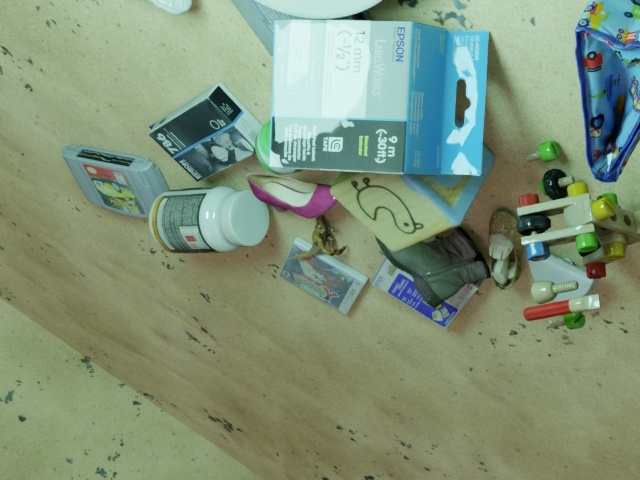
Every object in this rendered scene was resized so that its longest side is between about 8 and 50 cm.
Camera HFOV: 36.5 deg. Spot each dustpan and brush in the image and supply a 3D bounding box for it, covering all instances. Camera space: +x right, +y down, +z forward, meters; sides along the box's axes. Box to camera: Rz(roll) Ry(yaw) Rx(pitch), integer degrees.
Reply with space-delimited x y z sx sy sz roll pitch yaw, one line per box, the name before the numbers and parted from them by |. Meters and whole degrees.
dustpan and brush | 0.489 0.095 1.978 0.147 0.060 0.211 28 142 27

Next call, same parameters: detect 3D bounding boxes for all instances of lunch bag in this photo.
lunch bag | 0.449 -0.241 1.402 0.138 0.221 0.293 18 145 21

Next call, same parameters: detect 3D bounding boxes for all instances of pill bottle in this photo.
pill bottle | -0.266 -0.049 2.316 0.279 0.162 0.162 0 135 41

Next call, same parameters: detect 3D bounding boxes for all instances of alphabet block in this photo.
alphabet block | 0.172 -0.124 1.820 0.192 0.193 0.197 43 146 -13

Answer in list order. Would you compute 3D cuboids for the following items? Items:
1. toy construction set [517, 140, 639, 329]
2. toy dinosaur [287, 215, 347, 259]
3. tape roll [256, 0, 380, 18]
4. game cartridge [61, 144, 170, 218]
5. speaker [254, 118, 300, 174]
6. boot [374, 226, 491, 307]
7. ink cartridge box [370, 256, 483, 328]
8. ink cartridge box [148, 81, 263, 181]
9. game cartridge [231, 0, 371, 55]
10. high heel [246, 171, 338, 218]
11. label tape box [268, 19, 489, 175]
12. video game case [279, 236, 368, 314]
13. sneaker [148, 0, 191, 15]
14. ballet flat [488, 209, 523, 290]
toy construction set | 0.484 0.001 1.646 0.237 0.308 0.257 -16 132 44
toy dinosaur | 0.000 0.000 2.266 0.112 0.064 0.211 41 142 21
tape roll | -0.023 -0.526 1.494 0.392 0.072 0.392 12 136 12
game cartridge | -0.517 -0.146 2.503 0.294 0.060 0.196 12 146 29
speaker | -0.009 -0.224 1.900 0.131 0.131 0.297 43 146 -16
boot | 0.236 0.014 2.040 0.161 0.083 0.246 -36 106 24
ink cartridge box | 0.236 0.090 2.182 0.208 0.045 0.206 30 146 3
ink cartridge box | -0.267 -0.228 2.174 0.165 0.065 0.333 45 146 -19
game cartridge | -0.068 -0.455 1.710 0.230 0.068 0.355 -2 134 47
high heel | -0.061 -0.114 2.133 0.117 0.082 0.244 42 161 -32
label tape box | 0.095 -0.237 1.617 0.348 0.249 0.115 4 -175 16
video game case | 0.005 0.090 2.399 0.201 0.023 0.183 31 147 4
sneaker | -0.342 -0.503 1.865 0.232 0.090 0.115 40 154 5
ballet flat | 0.372 0.028 1.965 0.073 0.067 0.206 12 142 29
